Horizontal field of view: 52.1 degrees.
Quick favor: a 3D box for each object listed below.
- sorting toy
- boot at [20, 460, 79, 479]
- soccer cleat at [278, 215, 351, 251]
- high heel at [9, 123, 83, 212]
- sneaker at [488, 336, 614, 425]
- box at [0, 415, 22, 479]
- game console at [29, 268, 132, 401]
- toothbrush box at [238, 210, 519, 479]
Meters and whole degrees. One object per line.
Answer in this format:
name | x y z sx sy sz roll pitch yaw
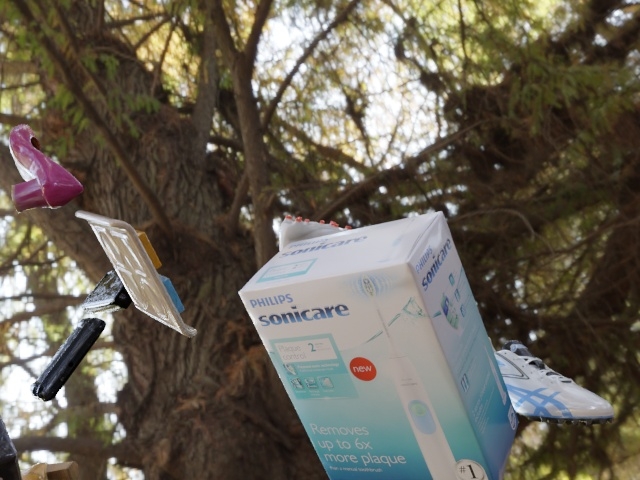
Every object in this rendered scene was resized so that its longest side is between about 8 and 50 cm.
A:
sorting toy | -0.270 0.042 0.975 0.038 0.193 0.208 -39 -63 -25
boot | -0.726 0.629 1.566 0.211 0.104 0.295 -14 8 2
soccer cleat | 0.000 0.000 1.266 0.196 0.068 0.076 7 -82 -38
high heel | -0.502 -0.147 1.204 0.117 0.244 0.082 -16 -48 -10
sneaker | 0.272 0.181 0.856 0.085 0.086 0.237 8 2 -31
box | -0.448 0.334 0.658 0.293 0.073 0.296 -18 -39 -33
game console | -0.504 0.187 1.428 0.044 0.361 0.213 44 -31 -23
toothbrush box | 0.074 0.138 0.758 0.216 0.126 0.296 -11 -70 32
